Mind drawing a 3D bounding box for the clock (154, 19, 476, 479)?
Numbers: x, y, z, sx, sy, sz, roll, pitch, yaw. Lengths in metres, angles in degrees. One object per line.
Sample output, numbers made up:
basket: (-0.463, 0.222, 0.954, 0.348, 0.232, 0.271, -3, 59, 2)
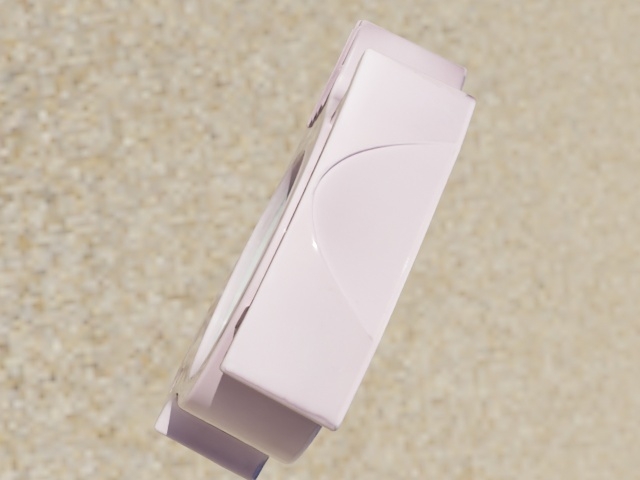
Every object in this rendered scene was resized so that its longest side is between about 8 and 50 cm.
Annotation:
clock: (0.000, 0.000, 1.221, 0.290, 0.080, 0.275, -65, -174, -23)
